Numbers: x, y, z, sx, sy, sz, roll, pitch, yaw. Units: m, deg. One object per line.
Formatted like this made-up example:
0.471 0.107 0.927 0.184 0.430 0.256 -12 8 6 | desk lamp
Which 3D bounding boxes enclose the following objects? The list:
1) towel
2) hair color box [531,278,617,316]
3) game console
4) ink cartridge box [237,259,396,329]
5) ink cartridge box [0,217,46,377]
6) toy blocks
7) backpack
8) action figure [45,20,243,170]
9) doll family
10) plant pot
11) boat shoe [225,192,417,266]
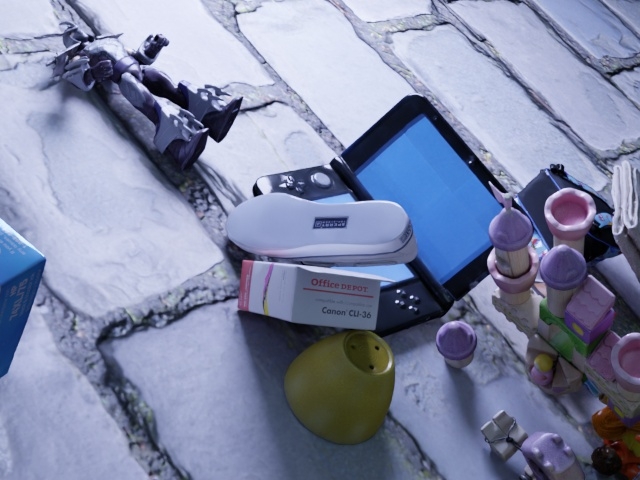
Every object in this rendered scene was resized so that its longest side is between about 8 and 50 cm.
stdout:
0.534 0.024 1.603 0.282 0.049 0.187 54 33 -26 | towel
0.365 0.098 1.496 0.141 0.043 0.072 7 28 -27 | hair color box
0.096 -0.043 1.378 0.250 0.173 0.293 -14 57 -42 | game console
-0.008 0.065 1.189 0.115 0.198 0.067 7 88 -27 | ink cartridge box
-0.429 0.077 0.894 0.198 0.197 0.270 39 40 8 | ink cartridge box
0.295 0.095 1.207 0.309 0.260 0.288 -38 59 -11 | toy blocks
0.409 -0.025 1.607 0.173 0.117 0.158 16 40 -45 | backpack
-0.256 -0.228 1.402 0.285 0.099 0.185 36 45 9 | action figure
0.391 0.199 1.362 0.163 0.118 0.263 -4 52 -36 | doll family
0.036 0.160 1.190 0.134 0.095 0.134 18 42 -16 | plant pot
0.000 0.000 1.294 0.258 0.084 0.095 7 60 27 | boat shoe
